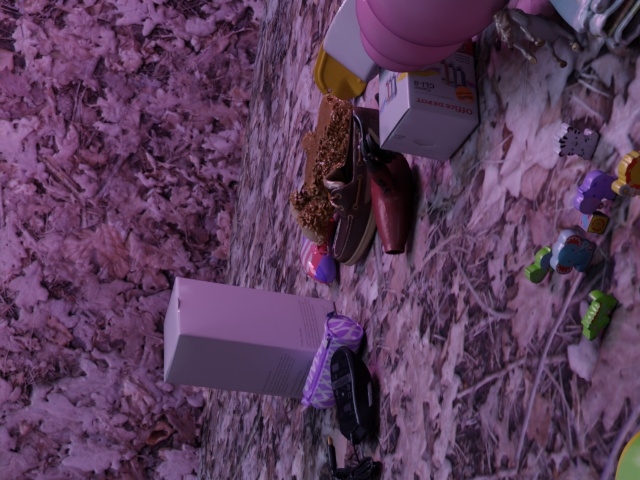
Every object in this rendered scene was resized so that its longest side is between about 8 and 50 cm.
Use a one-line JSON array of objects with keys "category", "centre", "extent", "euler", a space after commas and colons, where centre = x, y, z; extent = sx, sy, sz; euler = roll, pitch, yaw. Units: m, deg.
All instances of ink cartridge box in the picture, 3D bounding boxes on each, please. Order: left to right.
[{"category": "ink cartridge box", "centre": [0.177, -0.244, 1.500], "extent": [0.127, 0.128, 0.176], "euler": [126, 148, -58]}]

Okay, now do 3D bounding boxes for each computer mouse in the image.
[{"category": "computer mouse", "centre": [0.060, 0.343, 1.724], "extent": [0.184, 0.060, 0.262], "euler": [130, 134, -54]}]

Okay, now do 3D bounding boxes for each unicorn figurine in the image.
[{"category": "unicorn figurine", "centre": [0.288, -0.273, 1.192], "extent": [0.060, 0.162, 0.111], "euler": [-47, 47, 23]}]

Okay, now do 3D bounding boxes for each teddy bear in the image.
[{"category": "teddy bear", "centre": [0.022, -0.153, 2.013], "extent": [0.245, 0.113, 0.337], "euler": [-145, 66, -66]}]

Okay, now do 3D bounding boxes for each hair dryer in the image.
[{"category": "hair dryer", "centre": [0.104, -0.109, 1.606], "extent": [0.223, 0.080, 0.293], "euler": [-53, -49, -56]}]

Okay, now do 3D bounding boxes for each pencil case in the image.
[{"category": "pencil case", "centre": [0.024, 0.250, 1.840], "extent": [0.086, 0.088, 0.206], "euler": [32, 125, 27]}]

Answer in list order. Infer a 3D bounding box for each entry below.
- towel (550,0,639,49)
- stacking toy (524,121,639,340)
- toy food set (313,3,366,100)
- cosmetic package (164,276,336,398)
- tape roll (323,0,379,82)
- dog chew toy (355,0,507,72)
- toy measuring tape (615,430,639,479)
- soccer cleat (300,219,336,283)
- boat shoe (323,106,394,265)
[{"category": "towel", "centre": [0.355, -0.440, 1.067], "extent": [0.374, 0.090, 0.320], "euler": [-101, 28, -51]}, {"category": "stacking toy", "centre": [0.307, -0.018, 1.056], "extent": [0.167, 0.052, 0.221], "euler": [-117, 39, -65]}, {"category": "toy food set", "centre": [0.066, -0.428, 2.062], "extent": [0.071, 0.128, 0.217], "euler": [-61, -7, -57]}, {"category": "cosmetic package", "centre": [-0.149, 0.215, 1.959], "extent": [0.197, 0.366, 0.155], "euler": [-101, 25, -52]}, {"category": "tape roll", "centre": [0.128, -0.419, 1.577], "extent": [0.286, 0.100, 0.286], "euler": [-51, -2, -3]}, {"category": "dog chew toy", "centre": [0.143, -0.345, 1.286], "extent": [0.332, 0.207, 0.206], "euler": [125, 151, -74]}, {"category": "toy measuring tape", "centre": [0.326, 0.153, 0.775], "extent": [0.121, 0.121, 0.330], "euler": [-165, 85, -74]}, {"category": "soccer cleat", "centre": [0.000, 0.000, 2.095], "extent": [0.248, 0.083, 0.095], "euler": [-97, 27, -52]}, {"category": "boat shoe", "centre": [0.062, -0.112, 1.843], "extent": [0.123, 0.123, 0.341], "euler": [-110, 33, -60]}]
